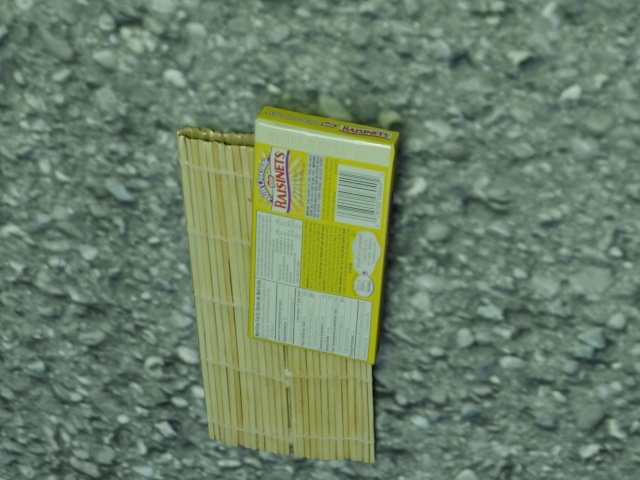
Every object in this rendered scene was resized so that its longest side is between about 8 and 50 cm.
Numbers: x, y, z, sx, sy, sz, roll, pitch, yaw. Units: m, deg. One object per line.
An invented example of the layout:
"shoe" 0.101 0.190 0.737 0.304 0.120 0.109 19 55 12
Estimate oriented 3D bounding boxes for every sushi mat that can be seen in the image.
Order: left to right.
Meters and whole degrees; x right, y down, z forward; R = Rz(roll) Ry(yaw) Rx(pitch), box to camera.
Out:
"sushi mat" -0.032 0.051 1.298 0.151 0.019 0.316 7 127 13

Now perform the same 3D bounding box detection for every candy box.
"candy box" 0.000 0.000 1.220 0.105 0.027 0.206 13 127 12
